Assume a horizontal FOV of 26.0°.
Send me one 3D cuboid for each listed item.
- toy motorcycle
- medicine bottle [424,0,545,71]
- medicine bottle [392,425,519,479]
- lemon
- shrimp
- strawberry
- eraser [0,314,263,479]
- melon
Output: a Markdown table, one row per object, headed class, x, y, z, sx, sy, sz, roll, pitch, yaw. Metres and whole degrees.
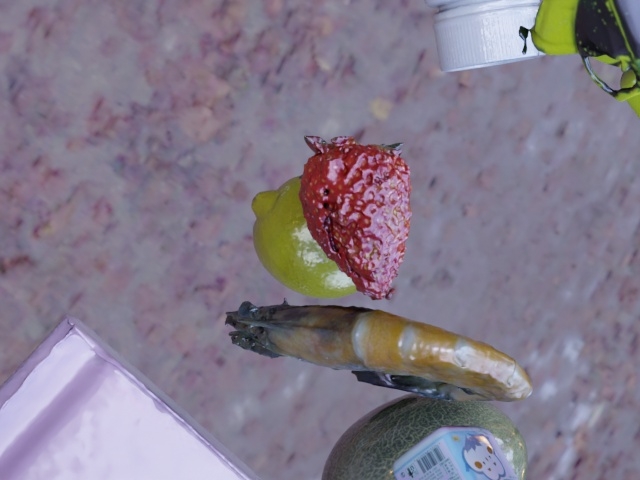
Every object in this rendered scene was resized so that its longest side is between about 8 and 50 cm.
| class | x | y | z | sx | sy | sz | roll | pitch | yaw |
| --- | --- | --- | --- | --- | --- | --- | --- | --- | --- |
| toy motorcycle | 0.237 | -0.164 | 0.938 | 0.342 | 0.142 | 0.206 | 31 | 59 | -50 |
| medicine bottle | 0.182 | -0.326 | 1.594 | 0.144 | 0.144 | 0.252 | -16 | 99 | -40 |
| medicine bottle | 0.175 | 0.304 | 1.525 | 0.094 | 0.188 | 0.119 | -41 | 152 | 23 |
| lemon | 0.000 | 0.000 | 2.177 | 0.248 | 0.184 | 0.184 | 35 | 86 | -19 |
| shrimp | 0.069 | 0.148 | 1.818 | 0.272 | 0.445 | 0.085 | 41 | 61 | -57 |
| strawberry | 0.038 | -0.033 | 1.944 | 0.098 | 0.174 | 0.228 | 20 | 72 | -72 |
| eraser | -0.252 | 0.291 | 1.290 | 0.359 | 0.272 | 0.122 | -50 | 176 | -6 |
| melon | 0.148 | 0.333 | 1.947 | 0.302 | 0.237 | 0.237 | -24 | 130 | -24 |
